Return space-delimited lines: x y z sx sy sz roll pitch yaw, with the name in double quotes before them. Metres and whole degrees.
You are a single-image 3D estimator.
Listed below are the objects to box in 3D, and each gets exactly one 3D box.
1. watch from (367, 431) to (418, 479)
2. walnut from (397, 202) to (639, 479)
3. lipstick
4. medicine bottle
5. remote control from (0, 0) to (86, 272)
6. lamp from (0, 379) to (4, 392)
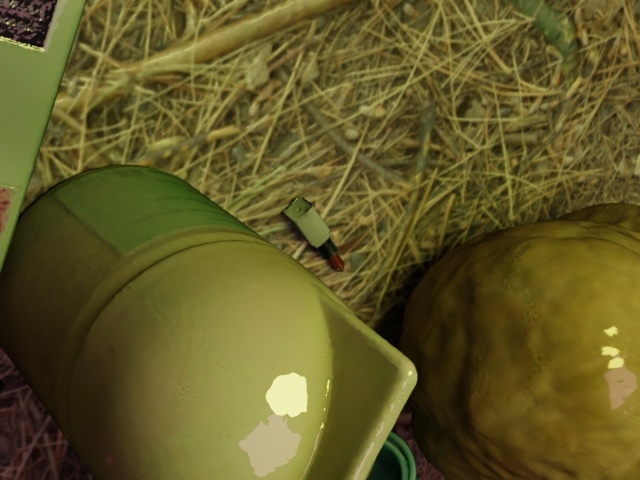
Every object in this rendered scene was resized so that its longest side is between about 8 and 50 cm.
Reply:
"watch" 0.024 0.264 1.226 0.211 0.193 0.211 -15 121 -26
"walnut" 0.265 0.128 1.224 0.381 0.381 0.381 -14 119 -28
"lipstick" 0.000 0.000 1.194 0.025 0.025 0.107 -43 134 -8
"medicine bottle" -0.090 0.108 0.939 0.236 0.406 0.235 -15 119 -28
"remote control" -0.278 -0.130 0.931 0.145 0.050 0.344 13 105 -37
"lamp" -0.245 0.222 1.008 0.283 0.203 0.124 52 55 -35
